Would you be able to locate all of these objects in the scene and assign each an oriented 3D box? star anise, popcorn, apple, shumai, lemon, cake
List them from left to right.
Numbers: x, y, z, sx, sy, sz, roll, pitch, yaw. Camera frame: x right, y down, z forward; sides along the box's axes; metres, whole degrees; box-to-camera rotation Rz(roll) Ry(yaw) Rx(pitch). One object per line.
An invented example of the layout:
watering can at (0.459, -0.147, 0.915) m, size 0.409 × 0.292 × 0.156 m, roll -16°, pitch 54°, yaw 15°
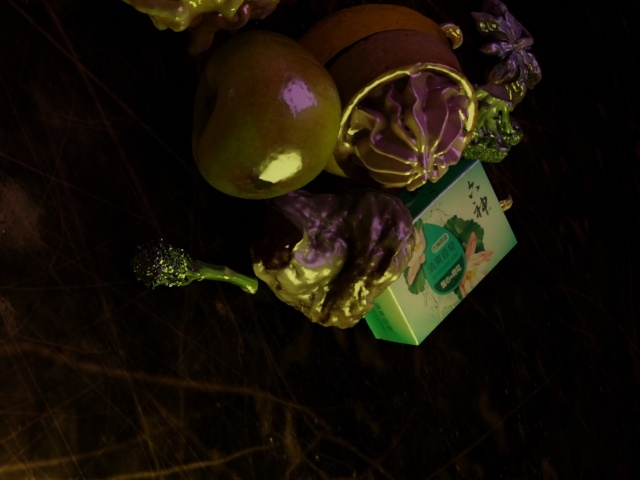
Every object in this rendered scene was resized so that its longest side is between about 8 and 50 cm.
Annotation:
popcorn at (-0.136, -0.317, 1.451) m, size 0.181 × 0.217 × 0.235 m, roll 51°, pitch 31°, yaw 13°
apple at (-0.064, -0.144, 1.480) m, size 0.156 × 0.196 × 0.197 m, roll 11°, pitch 63°, yaw -27°
shumai at (0.002, -0.003, 1.580) m, size 0.185 × 0.184 × 0.218 m, roll 36°, pitch -3°, yaw -7°
lemon at (0.083, -0.210, 1.759) m, size 0.240 × 0.219 × 0.241 m, roll 45°, pitch 35°, yaw -46°
cake at (0.100, -0.131, 1.542) m, size 0.185 × 0.208 × 0.178 m, roll -2°, pitch 55°, yaw -20°
star anise at (0.365, -0.384, 2.514) m, size 0.230 × 0.081 × 0.262 m, roll 41°, pitch 44°, yaw -31°

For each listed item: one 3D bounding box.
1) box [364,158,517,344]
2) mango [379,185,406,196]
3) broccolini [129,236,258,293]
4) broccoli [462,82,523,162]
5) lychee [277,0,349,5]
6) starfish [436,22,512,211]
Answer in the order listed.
box at (0.150, 0.011, 1.798) m, size 0.245 × 0.092 × 0.153 m, roll -43°, pitch 117°, yaw -28°
mango at (0.136, -0.041, 1.907) m, size 0.115 × 0.090 × 0.178 m, roll 27°, pitch 56°, yaw -42°
broccolini at (-0.134, 0.038, 1.431) m, size 0.239 × 0.051 × 0.054 m, roll 20°, pitch 53°, yaw -65°
broccoli at (0.268, -0.206, 2.202) m, size 0.162 × 0.138 × 0.146 m, roll 33°, pitch 40°, yaw 7°
lychee at (-0.052, -0.355, 1.705) m, size 0.114 × 0.101 × 0.140 m, roll 45°, pitch -7°, yaw 33°
starfish at (0.199, -0.167, 1.985) m, size 0.312 × 0.113 × 0.303 m, roll 82°, pitch -10°, yaw -78°
